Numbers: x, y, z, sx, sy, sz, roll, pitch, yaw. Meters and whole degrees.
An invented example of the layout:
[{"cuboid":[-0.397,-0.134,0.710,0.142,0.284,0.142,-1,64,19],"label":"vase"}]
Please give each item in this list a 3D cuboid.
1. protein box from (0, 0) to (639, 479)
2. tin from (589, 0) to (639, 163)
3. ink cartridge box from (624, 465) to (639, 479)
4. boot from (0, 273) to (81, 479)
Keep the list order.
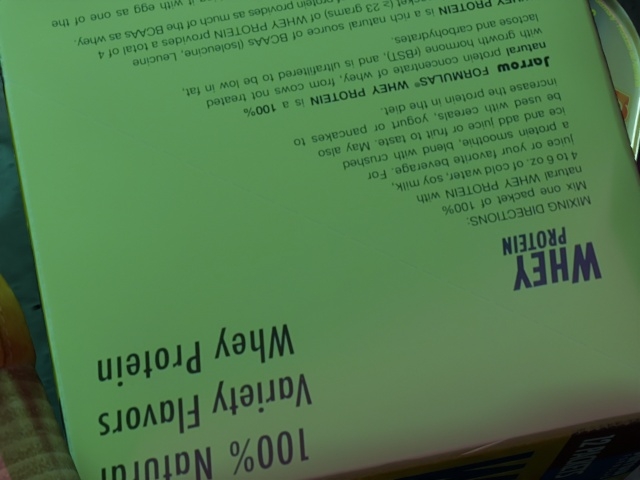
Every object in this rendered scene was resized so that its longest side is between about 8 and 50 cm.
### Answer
[{"cuboid":[0.000,0.000,0.621,0.199,0.136,0.201,-11,71,-7],"label":"protein box"},{"cuboid":[0.083,-0.038,0.756,0.106,0.040,0.190,20,62,-8],"label":"tin"},{"cuboid":[0.193,0.188,0.661,0.237,0.100,0.172,32,59,-6],"label":"ink cartridge box"},{"cuboid":[-0.216,0.091,0.517,0.295,0.104,0.211,-34,73,-1],"label":"boot"}]
